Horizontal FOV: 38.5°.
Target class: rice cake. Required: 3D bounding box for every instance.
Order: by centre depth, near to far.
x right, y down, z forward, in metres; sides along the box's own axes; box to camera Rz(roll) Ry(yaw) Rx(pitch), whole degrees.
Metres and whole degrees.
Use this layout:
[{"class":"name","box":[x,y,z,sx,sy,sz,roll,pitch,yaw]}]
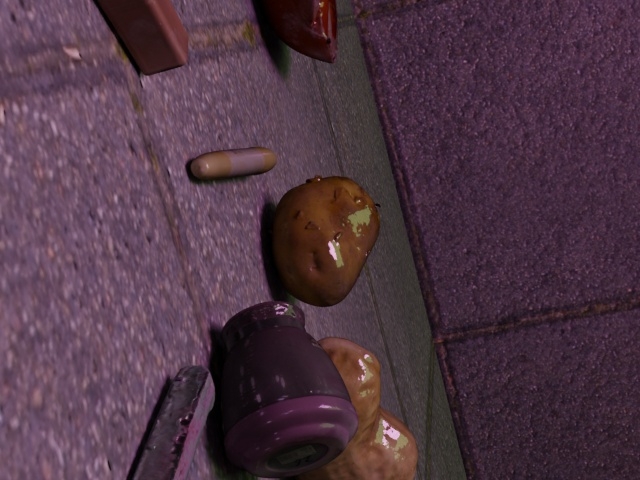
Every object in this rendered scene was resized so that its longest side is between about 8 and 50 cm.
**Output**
[{"class":"rice cake","box":[-0.105,0.152,0.616,0.207,0.033,0.033,-78,163,-63]}]

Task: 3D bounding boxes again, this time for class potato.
[{"class":"potato","box":[0.000,0.000,1.103,0.176,0.137,0.137,-54,134,-47]}]

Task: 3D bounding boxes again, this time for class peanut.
[{"class":"peanut","box":[0.026,0.204,0.960,0.122,0.137,0.253,-90,161,-54]}]

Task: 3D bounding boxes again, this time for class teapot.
[{"class":"teapot","box":[-0.032,0.132,0.816,0.148,0.116,0.146,54,15,-55]}]

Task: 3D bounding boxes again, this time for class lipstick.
[{"class":"lipstick","box":[-0.153,-0.201,0.735,0.145,0.045,0.045,63,16,-51]}]

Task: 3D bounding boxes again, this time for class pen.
[{"class":"pen","box":[-0.091,-0.081,0.959,0.233,0.040,0.032,-25,101,-74]}]

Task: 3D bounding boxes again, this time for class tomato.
[{"class":"tomato","box":[-0.034,-0.358,1.356,0.228,0.112,0.199,-49,133,-78]}]
